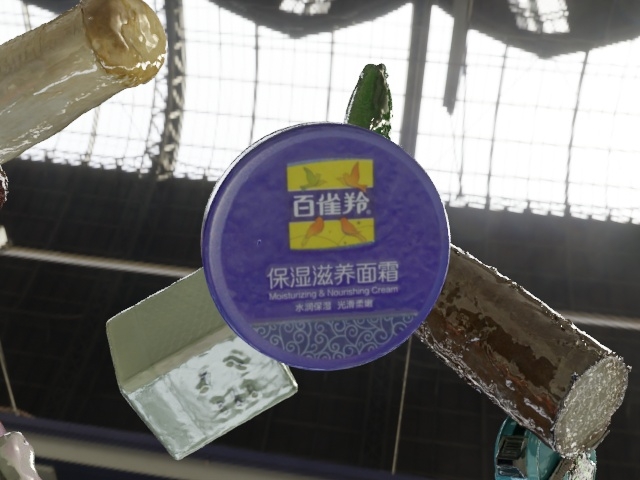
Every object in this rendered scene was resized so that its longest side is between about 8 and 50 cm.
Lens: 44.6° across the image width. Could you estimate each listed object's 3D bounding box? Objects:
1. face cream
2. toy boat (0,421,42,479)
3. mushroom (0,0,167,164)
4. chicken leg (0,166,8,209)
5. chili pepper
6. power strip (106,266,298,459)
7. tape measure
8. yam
[{"bbox_3d":[0.000,0.000,0.677,0.205,0.206,0.111,-4,-170,-8],"label":"face cream"},{"bbox_3d":[-0.145,0.138,0.373,0.072,0.219,0.318,-29,-114,-23],"label":"toy boat"},{"bbox_3d":[-0.295,-0.108,0.667,0.351,0.095,0.123,-26,-165,9],"label":"mushroom"},{"bbox_3d":[-0.256,-0.073,0.511,0.105,0.234,0.063,28,-136,28],"label":"chicken leg"},{"bbox_3d":[0.050,-0.096,0.866,0.062,0.108,0.216,6,-106,27],"label":"chili pepper"},{"bbox_3d":[-0.113,0.119,0.903,0.224,0.140,0.139,-29,-146,-6],"label":"power strip"},{"bbox_3d":[0.262,0.249,0.900,0.081,0.125,0.146,-10,-144,50],"label":"tape measure"},{"bbox_3d":[0.197,0.105,0.861,0.131,0.131,0.279,-21,-138,-30],"label":"yam"}]
